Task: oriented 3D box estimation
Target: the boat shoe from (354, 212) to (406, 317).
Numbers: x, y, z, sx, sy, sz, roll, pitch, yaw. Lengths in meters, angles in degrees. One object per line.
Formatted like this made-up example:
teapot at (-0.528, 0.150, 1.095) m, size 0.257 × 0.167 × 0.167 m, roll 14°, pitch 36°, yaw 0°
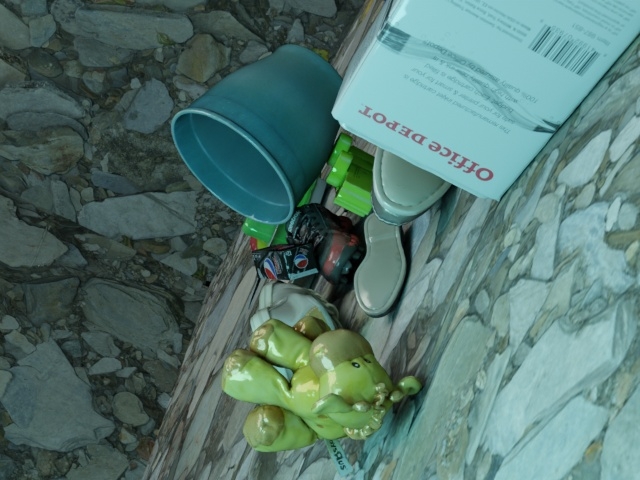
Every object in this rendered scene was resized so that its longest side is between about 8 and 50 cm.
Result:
boat shoe at (0.095, 0.043, 1.350) m, size 0.206 × 0.075 × 0.065 m, roll -83°, pitch -23°, yaw -47°

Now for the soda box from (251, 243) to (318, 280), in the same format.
soda box at (-0.066, 0.037, 1.649) m, size 0.169 × 0.060 × 0.053 m, roll -2°, pitch 102°, yaw 68°

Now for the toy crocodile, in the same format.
toy crocodile at (0.065, -0.109, 1.673) m, size 0.340 × 0.115 × 0.105 m, roll -85°, pitch 21°, yaw -70°

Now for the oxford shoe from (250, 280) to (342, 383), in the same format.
oxford shoe at (-0.030, 0.145, 1.533) m, size 0.449 × 0.130 × 0.169 m, roll -121°, pitch 12°, yaw -88°

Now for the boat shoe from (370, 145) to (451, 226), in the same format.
boat shoe at (0.133, -0.119, 1.349) m, size 0.324 × 0.116 × 0.097 m, roll -69°, pitch 5°, yaw -47°

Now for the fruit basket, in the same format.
fruit basket at (-0.095, -0.039, 2.358) m, size 0.353 × 0.165 × 0.327 m, roll 103°, pitch -176°, yaw -51°

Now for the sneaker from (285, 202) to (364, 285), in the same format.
sneaker at (0.000, 0.000, 1.679) m, size 0.098 × 0.135 × 0.276 m, roll -60°, pitch 12°, yaw 12°

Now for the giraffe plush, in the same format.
giraffe plush at (0.011, 0.170, 1.069) m, size 0.181 × 0.210 × 0.170 m, roll -41°, pitch 2°, yaw -33°

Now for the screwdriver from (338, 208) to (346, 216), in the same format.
screwdriver at (0.050, -0.057, 1.925) m, size 0.170 × 0.025 × 0.024 m, roll 117°, pitch 175°, yaw -70°

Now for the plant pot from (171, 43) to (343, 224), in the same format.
plant pot at (-0.085, -0.212, 1.699) m, size 0.255 × 0.271 × 0.271 m, roll -50°, pitch 3°, yaw -25°

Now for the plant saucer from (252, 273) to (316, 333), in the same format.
plant saucer at (-0.063, 0.087, 2.042) m, size 0.311 × 0.050 × 0.310 m, roll -61°, pitch 11°, yaw 21°

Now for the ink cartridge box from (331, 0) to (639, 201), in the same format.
ink cartridge box at (0.182, -0.223, 1.009) m, size 0.307 × 0.223 × 0.129 m, roll -56°, pitch 12°, yaw 42°

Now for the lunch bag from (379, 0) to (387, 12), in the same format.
lunch bag at (0.184, -0.342, 1.448) m, size 0.090 × 0.176 × 0.219 m, roll -65°, pitch 9°, yaw -2°
